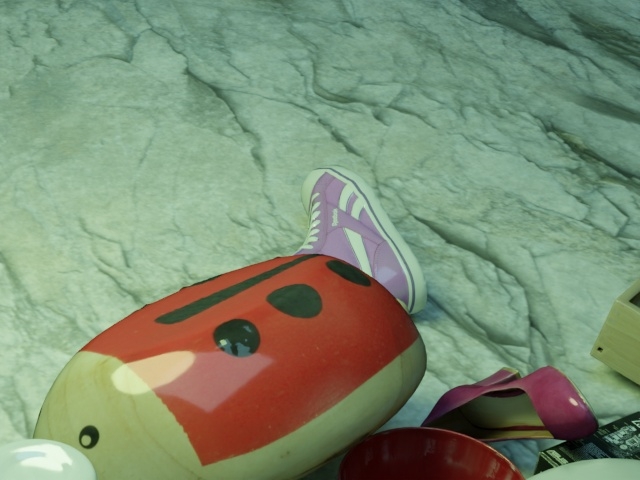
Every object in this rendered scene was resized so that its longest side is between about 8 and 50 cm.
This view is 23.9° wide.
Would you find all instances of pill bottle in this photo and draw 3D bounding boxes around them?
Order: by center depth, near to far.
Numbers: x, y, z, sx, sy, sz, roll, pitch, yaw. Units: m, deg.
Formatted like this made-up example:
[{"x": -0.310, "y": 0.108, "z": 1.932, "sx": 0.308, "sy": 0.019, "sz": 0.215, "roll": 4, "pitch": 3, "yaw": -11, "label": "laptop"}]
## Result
[{"x": -0.240, "y": 0.265, "z": 1.262, "sx": 0.103, "sy": 0.184, "sz": 0.103, "roll": 6, "pitch": 30, "yaw": -3, "label": "pill bottle"}]

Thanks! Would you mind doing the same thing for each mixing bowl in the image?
[{"x": 0.100, "y": 0.267, "z": 1.417, "sx": 0.181, "sy": 0.098, "sz": 0.181, "roll": 6, "pitch": 31, "yaw": -4, "label": "mixing bowl"}]

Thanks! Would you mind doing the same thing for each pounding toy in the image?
[{"x": 0.446, "y": 0.126, "z": 1.746, "sx": 0.206, "sy": 0.094, "sz": 0.181, "roll": 32, "pitch": 33, "yaw": 20, "label": "pounding toy"}]

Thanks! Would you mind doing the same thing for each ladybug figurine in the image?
[{"x": -0.087, "y": 0.131, "z": 1.467, "sx": 0.449, "sy": 0.162, "sz": 0.305, "roll": -26, "pitch": 19, "yaw": -38, "label": "ladybug figurine"}]

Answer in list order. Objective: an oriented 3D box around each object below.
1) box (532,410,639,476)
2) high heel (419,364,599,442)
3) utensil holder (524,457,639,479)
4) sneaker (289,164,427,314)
[{"x": 0.319, "y": 0.265, "z": 1.487, "sx": 0.147, "sy": 0.077, "sz": 0.180, "roll": -16, "pitch": 38, "yaw": -34, "label": "box"}, {"x": 0.186, "y": 0.180, "z": 1.520, "sx": 0.117, "sy": 0.082, "sz": 0.244, "roll": -31, "pitch": 14, "yaw": -14, "label": "high heel"}, {"x": 0.232, "y": 0.337, "z": 1.004, "sx": 0.328, "sy": 0.327, "sz": 0.385, "roll": 7, "pitch": 6, "yaw": 0, "label": "utensil holder"}, {"x": 0.000, "y": -0.001, "z": 1.850, "sx": 0.161, "sy": 0.102, "sz": 0.282, "roll": -10, "pitch": 34, "yaw": -21, "label": "sneaker"}]
